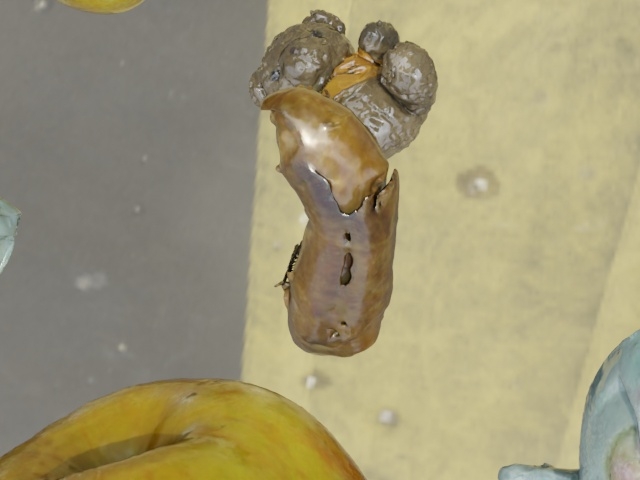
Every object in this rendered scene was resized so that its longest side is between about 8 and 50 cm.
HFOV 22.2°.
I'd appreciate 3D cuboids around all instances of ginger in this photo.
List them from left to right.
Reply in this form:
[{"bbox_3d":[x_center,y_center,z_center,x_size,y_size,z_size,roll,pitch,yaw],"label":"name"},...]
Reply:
[{"bbox_3d":[0.011,0.001,1.491,0.133,0.107,0.309,22,132,32],"label":"ginger"}]

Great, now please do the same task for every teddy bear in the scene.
[{"bbox_3d":[0.018,-0.157,1.712,0.177,0.190,0.140,-47,156,-3],"label":"teddy bear"}]

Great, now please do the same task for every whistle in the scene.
[{"bbox_3d":[0.189,0.152,0.969,0.142,0.134,0.346,24,139,-15],"label":"whistle"}]

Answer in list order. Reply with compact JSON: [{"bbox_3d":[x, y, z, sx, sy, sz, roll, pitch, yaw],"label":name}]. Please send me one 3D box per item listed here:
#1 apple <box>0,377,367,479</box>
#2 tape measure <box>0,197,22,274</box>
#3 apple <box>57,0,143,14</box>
[{"bbox_3d":[-0.063,0.150,0.649,0.195,0.160,0.173,-17,102,1],"label":"apple"},{"bbox_3d":[-0.253,0.005,0.857,0.177,0.088,0.154,1,167,-23],"label":"tape measure"},{"bbox_3d":[-0.232,-0.303,1.639,0.163,0.146,0.147,3,155,28],"label":"apple"}]
